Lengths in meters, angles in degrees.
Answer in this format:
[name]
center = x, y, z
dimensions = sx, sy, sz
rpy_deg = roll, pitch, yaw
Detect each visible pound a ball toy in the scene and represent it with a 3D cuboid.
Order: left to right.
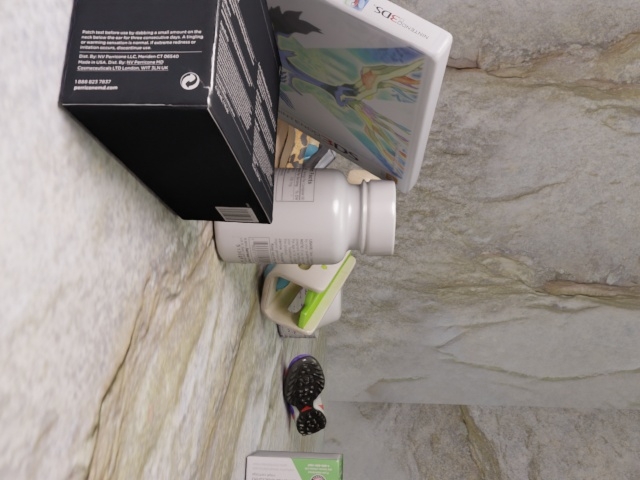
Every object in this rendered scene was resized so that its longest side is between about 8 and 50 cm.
[pound a ball toy]
center = 0.000, 0.000, 1.198
dimensions = 0.319, 0.136, 0.208
rpy_deg = -55, 163, -50

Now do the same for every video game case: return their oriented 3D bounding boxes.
[video game case]
center = -0.005, -0.199, 0.709
dimensions = 0.036, 0.300, 0.329
rpy_deg = -55, 167, -13

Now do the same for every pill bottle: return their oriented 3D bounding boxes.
[pill bottle]
center = -0.017, -0.032, 0.809
dimensions = 0.131, 0.230, 0.131
rpy_deg = 1, 90, -87

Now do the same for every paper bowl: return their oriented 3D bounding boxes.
[paper bowl]
center = -0.020, 0.095, 1.455
dimensions = 0.284, 0.148, 0.283
rpy_deg = 2, 90, -86

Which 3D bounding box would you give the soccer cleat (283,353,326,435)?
[soccer cleat]
center = -0.048, 0.384, 1.573
dimensions = 0.116, 0.109, 0.318
rpy_deg = -117, -165, -45

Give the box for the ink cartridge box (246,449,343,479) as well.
[ink cartridge box]
center = -0.045, 0.474, 1.012
dimensions = 0.092, 0.161, 0.219
rpy_deg = 66, 24, -77

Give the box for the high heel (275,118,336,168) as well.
[high heel]
center = -0.089, -0.168, 1.039
dimensions = 0.186, 0.093, 0.261
rpy_deg = -49, 129, -15

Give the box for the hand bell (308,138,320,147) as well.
[hand bell]
center = -0.044, -0.179, 1.571
dimensions = 0.126, 0.126, 0.241
rpy_deg = 67, 36, -81

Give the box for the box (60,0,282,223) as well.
[box]
center = -0.100, -0.137, 0.509
dimensions = 0.261, 0.103, 0.184
rpy_deg = 75, 19, -75

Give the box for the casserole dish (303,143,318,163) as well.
[casserole dish]
center = -0.045, -0.174, 1.367
dimensions = 0.188, 0.114, 0.036
rpy_deg = 52, 14, -82
